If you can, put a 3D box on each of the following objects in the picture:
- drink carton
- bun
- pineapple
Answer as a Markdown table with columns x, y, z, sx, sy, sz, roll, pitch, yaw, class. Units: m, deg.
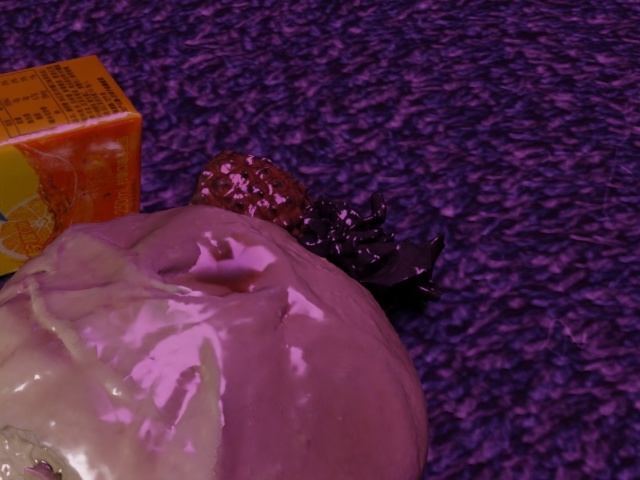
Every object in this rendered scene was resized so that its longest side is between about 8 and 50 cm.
| x | y | z | sx | sy | sz | roll | pitch | yaw | class |
| --- | --- | --- | --- | --- | --- | --- | --- | --- | --- |
| -0.336 | -0.040 | 1.206 | 0.351 | 0.154 | 0.111 | -16 | 45 | -26 | drink carton |
| -0.089 | 0.096 | 1.049 | 0.364 | 0.202 | 0.364 | 6 | 39 | -5 | bun |
| 0.000 | 0.000 | 1.257 | 0.237 | 0.111 | 0.119 | 18 | 71 | 4 | pineapple |
